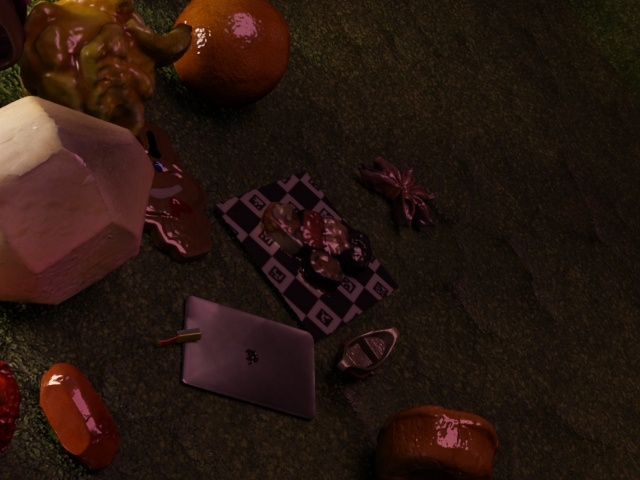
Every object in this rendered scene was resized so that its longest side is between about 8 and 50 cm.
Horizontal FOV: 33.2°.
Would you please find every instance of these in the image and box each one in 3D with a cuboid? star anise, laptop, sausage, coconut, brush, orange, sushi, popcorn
[{"bbox_3d":[0.185,-0.104,2.428,0.208,0.063,0.172,51,36,13],"label":"star anise"},{"bbox_3d":[-0.126,0.211,1.932,0.269,0.015,0.187,20,46,-25],"label":"laptop"},{"bbox_3d":[-0.369,0.265,1.632,0.089,0.089,0.179,-24,76,-48],"label":"sausage"},{"bbox_3d":[-0.433,-0.075,1.710,0.353,0.352,0.352,22,45,-24],"label":"coconut"},{"bbox_3d":[-0.247,0.168,1.856,0.083,0.018,0.021,-11,46,-23],"label":"brush"},{"bbox_3d":[-0.184,-0.404,2.250,0.264,0.264,0.264,22,45,-24],"label":"orange"},{"bbox_3d":[0.000,0.000,2.164,0.339,0.069,0.320,52,38,10],"label":"sushi"},{"bbox_3d":[-0.387,-0.335,1.956,0.326,0.321,0.290,-2,56,-19],"label":"popcorn"}]

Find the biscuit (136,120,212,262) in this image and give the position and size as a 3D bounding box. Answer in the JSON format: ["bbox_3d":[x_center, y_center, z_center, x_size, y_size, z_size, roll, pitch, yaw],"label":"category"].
[{"bbox_3d":[-0.302,-0.101,2.037,0.183,0.047,0.319,13,47,-35],"label":"biscuit"}]

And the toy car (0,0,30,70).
[{"bbox_3d":[-0.636,-0.323,1.748,0.341,0.271,0.240,-22,61,-3],"label":"toy car"}]

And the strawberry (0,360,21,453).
[{"bbox_3d":[-0.489,0.232,1.479,0.184,0.201,0.187,62,29,3],"label":"strawberry"}]

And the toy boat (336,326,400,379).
[{"bbox_3d":[0.080,0.219,2.050,0.089,0.071,0.185,51,41,11],"label":"toy boat"}]

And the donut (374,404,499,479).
[{"bbox_3d":[0.202,0.380,1.899,0.226,0.226,0.114,27,49,-19],"label":"donut"}]
